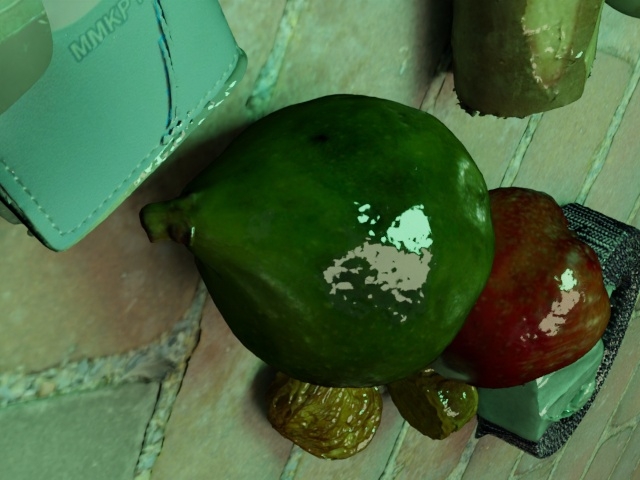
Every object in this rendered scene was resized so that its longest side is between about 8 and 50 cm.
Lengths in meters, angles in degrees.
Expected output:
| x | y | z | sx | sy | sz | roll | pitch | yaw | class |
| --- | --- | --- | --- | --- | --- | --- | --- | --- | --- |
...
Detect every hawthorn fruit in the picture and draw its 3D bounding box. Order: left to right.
| x | y | z | sx | sy | sz | roll | pitch | yaw | class |
| --- | --- | --- | --- | --- | --- | --- | --- | --- | --- |
| 0.160 | 0.056 | 0.839 | 0.202 | 0.185 | 0.185 | -38 | 144 | -2 | hawthorn fruit |

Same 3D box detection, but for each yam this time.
| x | y | z | sx | sy | sz | roll | pitch | yaw | class |
| --- | --- | --- | --- | --- | --- | --- | --- | --- | --- |
| 0.160 | -0.215 | 0.668 | 0.128 | 0.129 | 0.238 | -10 | 132 | -5 | yam |

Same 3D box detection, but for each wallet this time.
| x | y | z | sx | sy | sz | roll | pitch | yaw | class |
| --- | --- | --- | --- | --- | --- | --- | --- | --- | --- |
| -0.135 | -0.125 | 0.402 | 0.176 | 0.075 | 0.250 | -49 | 145 | -20 | wallet |

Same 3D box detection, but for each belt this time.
| x | y | z | sx | sy | sz | roll | pitch | yaw | class |
| --- | --- | --- | --- | --- | --- | --- | --- | --- | --- |
| 0.299 | 0.115 | 1.107 | 0.260 | 0.122 | 0.325 | -27 | 135 | -44 | belt |

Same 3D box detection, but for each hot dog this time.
| x | y | z | sx | sy | sz | roll | pitch | yaw | class |
| --- | --- | --- | --- | --- | --- | --- | --- | --- | --- |
| 0.002 | 0.137 | 0.793 | 0.099 | 0.065 | 0.147 | -51 | 139 | -10 | hot dog |

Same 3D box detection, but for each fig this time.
| x | y | z | sx | sy | sz | roll | pitch | yaw | class |
| --- | --- | --- | --- | --- | --- | --- | --- | --- | --- |
| 0.000 | 0.000 | 0.571 | 0.244 | 0.195 | 0.195 | 5 | 113 | -57 | fig |

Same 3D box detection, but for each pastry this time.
| x | y | z | sx | sy | sz | roll | pitch | yaw | class |
| --- | --- | --- | --- | --- | --- | --- | --- | --- | --- |
| 0.111 | 0.155 | 0.916 | 0.057 | 0.097 | 0.109 | -36 | 140 | -29 | pastry |

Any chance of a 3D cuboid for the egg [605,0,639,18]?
| x | y | z | sx | sy | sz | roll | pitch | yaw | class |
| --- | --- | --- | --- | --- | --- | --- | --- | --- | --- |
| 0.282 | -0.285 | 0.721 | 0.168 | 0.168 | 0.231 | -40 | 144 | -25 | egg |
